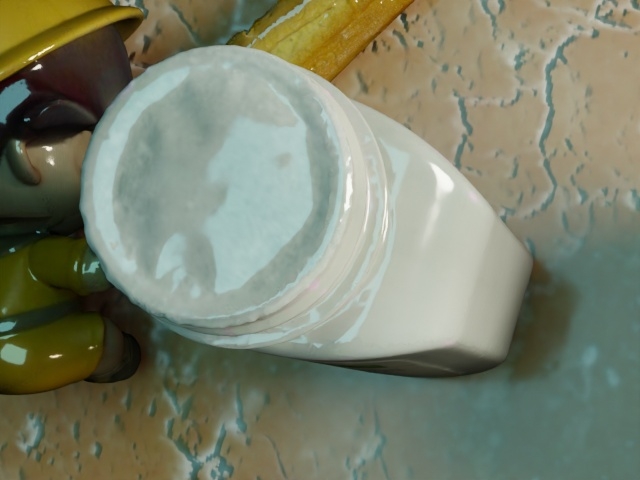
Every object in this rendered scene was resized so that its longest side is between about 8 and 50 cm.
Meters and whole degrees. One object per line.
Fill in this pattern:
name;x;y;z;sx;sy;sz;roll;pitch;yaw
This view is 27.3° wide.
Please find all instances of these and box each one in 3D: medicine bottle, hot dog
medicine bottle;0.000;0.000;0.642;0.179;0.324;0.124;17;89;17
hot dog;-0.024;-0.115;0.804;0.215;0.066;0.047;-44;46;8

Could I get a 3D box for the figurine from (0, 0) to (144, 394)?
figurine;-0.181;-0.037;0.773;0.192;0.167;0.257;-16;77;52
